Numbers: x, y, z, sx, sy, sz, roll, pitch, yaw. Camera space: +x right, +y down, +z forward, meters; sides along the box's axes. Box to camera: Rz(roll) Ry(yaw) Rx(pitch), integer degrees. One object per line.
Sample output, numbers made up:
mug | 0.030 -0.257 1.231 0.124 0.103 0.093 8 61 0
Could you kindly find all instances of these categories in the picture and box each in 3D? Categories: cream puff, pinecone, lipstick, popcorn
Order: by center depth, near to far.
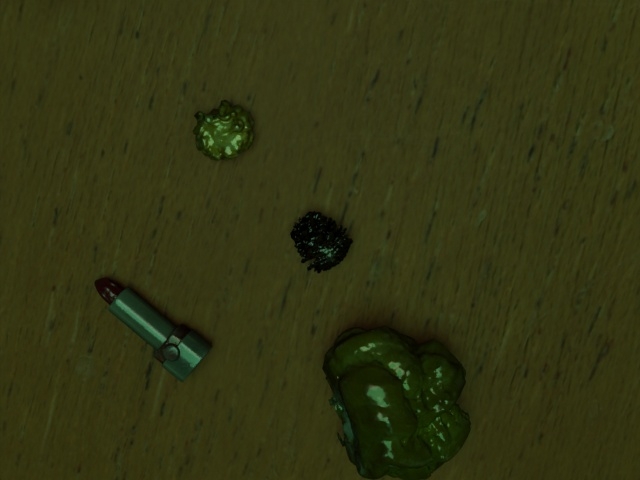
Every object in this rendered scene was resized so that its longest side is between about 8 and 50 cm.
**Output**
cream puff | 0.108 0.210 0.977 0.194 0.195 0.221 -16 103 5
popcorn | -0.130 -0.145 0.983 0.083 0.057 0.082 33 106 -6
pinecone | 0.000 0.000 0.996 0.077 0.077 0.083 -39 64 8
lipstick | -0.243 0.115 1.034 0.186 0.057 0.063 39 100 -1
